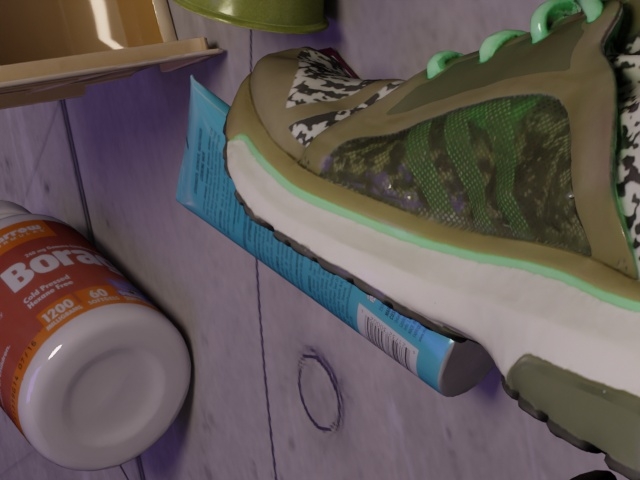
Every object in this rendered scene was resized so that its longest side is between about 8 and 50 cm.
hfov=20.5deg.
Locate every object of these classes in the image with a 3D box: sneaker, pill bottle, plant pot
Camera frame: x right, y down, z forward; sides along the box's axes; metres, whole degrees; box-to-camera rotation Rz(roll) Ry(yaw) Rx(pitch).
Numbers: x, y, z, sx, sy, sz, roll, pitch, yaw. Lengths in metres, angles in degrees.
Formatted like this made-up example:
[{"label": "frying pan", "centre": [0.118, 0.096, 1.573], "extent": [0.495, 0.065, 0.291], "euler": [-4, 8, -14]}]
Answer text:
[{"label": "sneaker", "centre": [0.110, -0.035, 0.678], "extent": [0.410, 0.158, 0.182], "euler": [33, 100, 54]}, {"label": "pill bottle", "centre": [-0.188, 0.055, 1.213], "extent": [0.216, 0.121, 0.121], "euler": [38, 134, 48]}, {"label": "plant pot", "centre": [-0.029, -0.153, 0.889], "extent": [0.083, 0.083, 0.079], "euler": [38, 123, 48]}]

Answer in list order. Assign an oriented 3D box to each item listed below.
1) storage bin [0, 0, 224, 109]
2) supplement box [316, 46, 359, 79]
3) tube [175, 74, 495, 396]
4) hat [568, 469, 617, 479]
[{"label": "storage bin", "centre": [-0.199, -0.205, 0.981], "extent": [0.123, 0.260, 0.262], "euler": [-14, 91, 44]}, {"label": "supplement box", "centre": [-0.005, -0.049, 0.918], "extent": [0.055, 0.043, 0.083], "euler": [51, 143, 35]}, {"label": "tube", "centre": [0.000, 0.000, 0.870], "extent": [0.207, 0.052, 0.080], "euler": [36, 129, 29]}, {"label": "hat", "centre": [0.191, 0.207, 0.549], "extent": [0.134, 0.331, 0.331], "euler": [-29, 74, 23]}]
